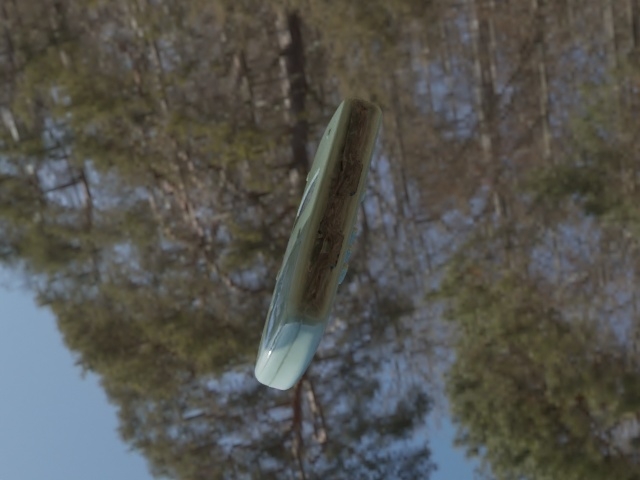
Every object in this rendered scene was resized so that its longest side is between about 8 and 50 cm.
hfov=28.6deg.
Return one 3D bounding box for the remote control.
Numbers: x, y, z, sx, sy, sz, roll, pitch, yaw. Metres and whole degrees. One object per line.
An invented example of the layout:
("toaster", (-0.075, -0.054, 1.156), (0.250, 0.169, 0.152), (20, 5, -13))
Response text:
("remote control", (0.000, 0.000, 1.212), (0.056, 0.140, 0.296), (19, -129, -5))
